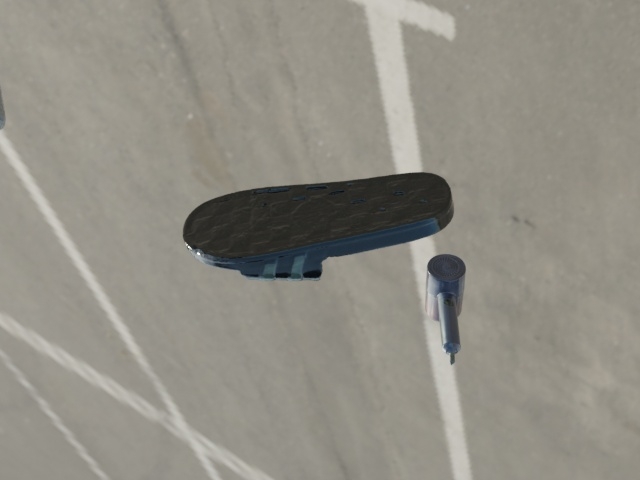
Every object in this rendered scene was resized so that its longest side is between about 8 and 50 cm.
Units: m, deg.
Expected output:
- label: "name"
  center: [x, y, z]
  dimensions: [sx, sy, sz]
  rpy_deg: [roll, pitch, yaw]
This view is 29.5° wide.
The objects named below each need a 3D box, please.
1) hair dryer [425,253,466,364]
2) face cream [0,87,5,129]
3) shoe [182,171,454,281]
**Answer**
- label: "hair dryer"
  center: [0.119, 0.074, 1.136]
  dimensions: [0.037, 0.114, 0.063]
  rpy_deg: [-1, 134, 1]
- label: "face cream"
  center: [-0.210, -0.146, 0.614]
  dimensions: [0.084, 0.057, 0.198]
  rpy_deg: [-18, 85, 43]
- label: "shoe"
  center: [0.000, 0.000, 0.796]
  dimensions: [0.179, 0.071, 0.049]
  rpy_deg: [-8, 130, 7]
